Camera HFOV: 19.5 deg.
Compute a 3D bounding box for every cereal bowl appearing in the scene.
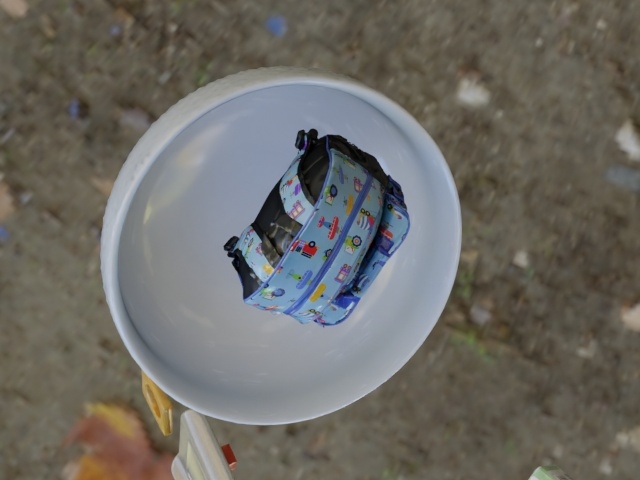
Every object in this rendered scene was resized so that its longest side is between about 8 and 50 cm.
[{"bbox_3d":[-0.048,-0.007,1.746,0.339,0.141,0.339,-6,110,-18],"label":"cereal bowl"}]

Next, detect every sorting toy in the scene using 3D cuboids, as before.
[{"bbox_3d":[-0.097,0.273,1.936,0.347,0.047,0.196,64,162,16],"label":"sorting toy"}]

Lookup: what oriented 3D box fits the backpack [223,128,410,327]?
[{"bbox_3d":[0.000,0.000,1.580,0.117,0.173,0.158,32,100,-10],"label":"backpack"}]

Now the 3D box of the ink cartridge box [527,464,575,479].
[{"bbox_3d":[0.183,0.325,1.515,0.171,0.056,0.235,37,98,21],"label":"ink cartridge box"}]
